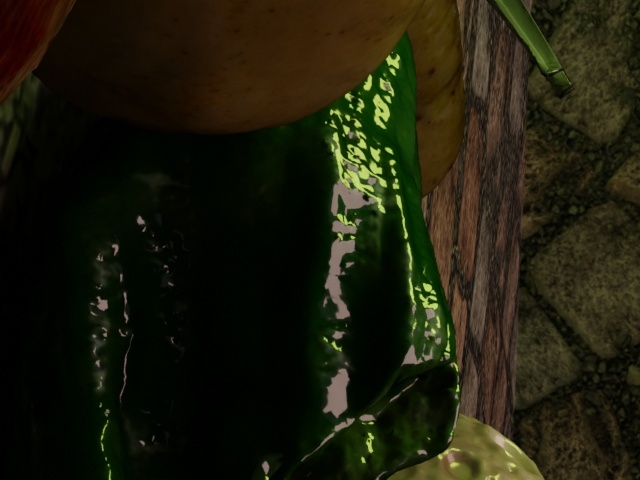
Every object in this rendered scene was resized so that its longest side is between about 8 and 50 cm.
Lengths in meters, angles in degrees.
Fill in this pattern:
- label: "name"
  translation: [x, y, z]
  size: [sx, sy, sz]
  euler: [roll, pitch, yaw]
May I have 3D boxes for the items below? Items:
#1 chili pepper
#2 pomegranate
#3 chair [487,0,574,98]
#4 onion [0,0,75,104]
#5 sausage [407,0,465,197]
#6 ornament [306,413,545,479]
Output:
- label: "chili pepper"
  translation: [-0.050, 0.010, 0.936]
  size: [0.167, 0.213, 0.385]
  euler: [44, 42, -39]
- label: "pomegranate"
  translation: [-0.052, -0.156, 0.805]
  size: [0.233, 0.233, 0.233]
  euler: [4, 90, -79]
- label: "chair"
  translation: [0.107, -0.233, 1.667]
  size: [0.274, 0.190, 0.203]
  euler: [66, 9, 6]
- label: "onion"
  translation: [-0.123, -0.126, 0.588]
  size: [0.230, 0.163, 0.230]
  euler: [10, 90, -72]
- label: "sausage"
  translation: [0.005, -0.196, 1.198]
  size: [0.136, 0.123, 0.501]
  euler: [-37, 143, -11]
- label: "ornament"
  translation: [0.067, 0.261, 1.460]
  size: [0.225, 0.259, 0.259]
  euler: [-79, 168, -55]
